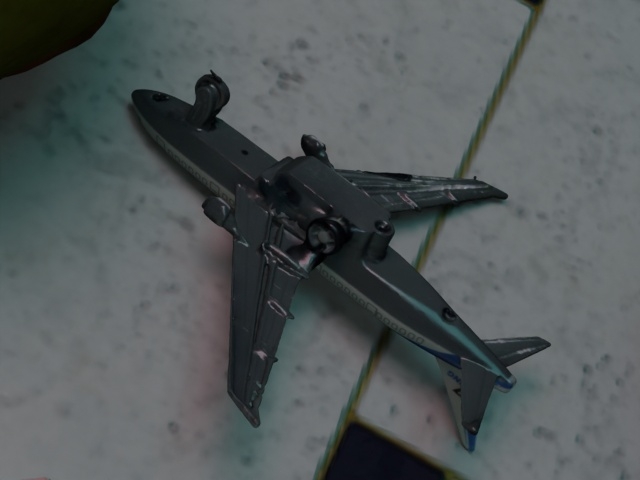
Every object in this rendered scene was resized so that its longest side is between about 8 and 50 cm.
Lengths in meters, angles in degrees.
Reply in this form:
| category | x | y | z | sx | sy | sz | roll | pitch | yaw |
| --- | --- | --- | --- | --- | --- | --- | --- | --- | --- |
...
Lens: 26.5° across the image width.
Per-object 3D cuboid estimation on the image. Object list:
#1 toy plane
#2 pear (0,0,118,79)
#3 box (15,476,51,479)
| category | x | y | z | sx | sy | sz | roll | pitch | yaw |
| --- | --- | --- | --- | --- | --- | --- | --- | --- | --- |
| toy plane | 0.003 | -0.001 | 0.603 | 0.226 | 0.058 | 0.226 | 45 | 41 | 6 |
| pear | -0.201 | -0.212 | 0.521 | 0.287 | 0.287 | 0.375 | -1 | 47 | -22 |
| box | -0.111 | 0.138 | 0.443 | 0.043 | 0.125 | 0.089 | -3 | 63 | -21 |
